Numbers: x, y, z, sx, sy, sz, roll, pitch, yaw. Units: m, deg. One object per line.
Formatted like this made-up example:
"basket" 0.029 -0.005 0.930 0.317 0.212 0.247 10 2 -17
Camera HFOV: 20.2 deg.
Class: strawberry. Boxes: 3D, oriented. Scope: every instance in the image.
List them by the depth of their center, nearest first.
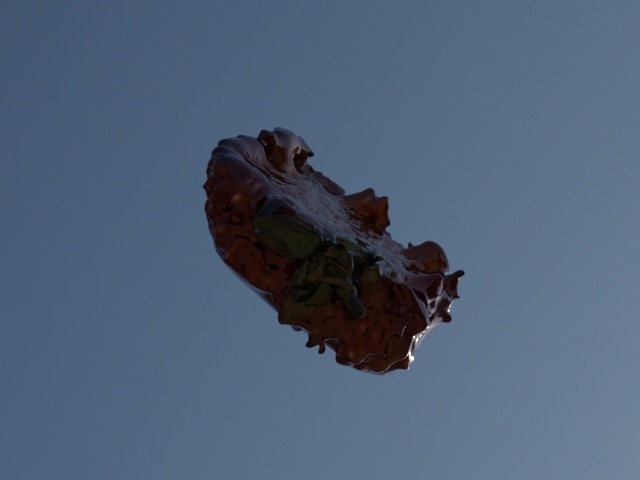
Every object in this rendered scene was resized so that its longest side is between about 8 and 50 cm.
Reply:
"strawberry" -0.001 0.003 0.658 0.104 0.152 0.048 31 -80 -11
